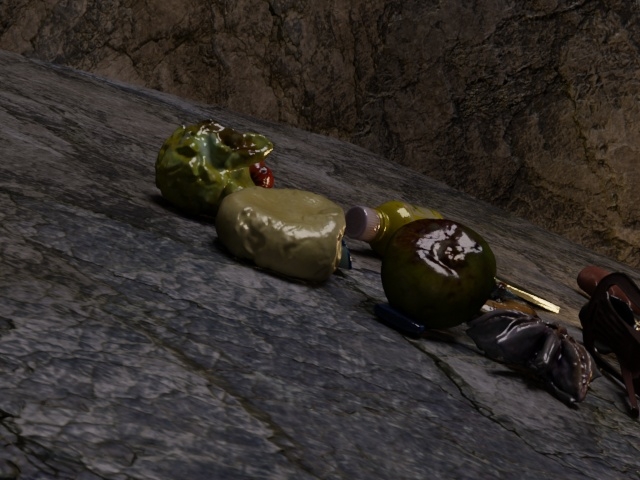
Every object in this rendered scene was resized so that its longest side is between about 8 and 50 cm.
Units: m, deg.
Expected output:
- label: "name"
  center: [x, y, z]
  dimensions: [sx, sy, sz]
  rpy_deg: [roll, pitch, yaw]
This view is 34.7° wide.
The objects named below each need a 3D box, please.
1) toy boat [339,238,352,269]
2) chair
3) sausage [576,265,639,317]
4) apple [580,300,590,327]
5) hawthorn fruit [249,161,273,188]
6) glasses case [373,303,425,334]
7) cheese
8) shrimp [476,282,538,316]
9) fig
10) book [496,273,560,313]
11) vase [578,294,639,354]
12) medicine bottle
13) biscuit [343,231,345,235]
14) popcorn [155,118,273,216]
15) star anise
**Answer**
- label: "toy boat"
  center: [0.000, 0.000, 1.847]
  dimensions: [0.046, 0.080, 0.229]
  rpy_deg: [-19, 23, -14]
- label: "chair"
  center: [0.558, 0.181, 1.662]
  dimensions: [0.183, 0.175, 0.326]
  rpy_deg: [11, 17, -2]
- label: "sausage"
  center: [0.749, 0.154, 2.430]
  dimensions: [0.088, 0.088, 0.433]
  rpy_deg: [15, 11, -29]
- label: "apple"
  center: [0.571, 0.154, 2.085]
  dimensions: [0.084, 0.084, 0.071]
  rpy_deg: [16, -1, -25]
- label: "hawthorn fruit"
  center: [-0.142, -0.135, 2.224]
  dimensions: [0.093, 0.093, 0.093]
  rpy_deg: [20, 10, -4]
- label: "glasses case"
  center: [0.118, 0.121, 1.537]
  dimensions: [0.083, 0.023, 0.033]
  rpy_deg: [27, 7, 27]
- label: "cheese"
  center: [-0.065, -0.017, 1.671]
  dimensions: [0.214, 0.117, 0.226]
  rpy_deg: [14, 15, 1]
- label: "shrimp"
  center: [0.281, 0.101, 1.877]
  dimensions: [0.222, 0.054, 0.290]
  rpy_deg: [19, 10, -1]
- label: "fig"
  center: [0.176, 0.056, 1.613]
  dimensions: [0.181, 0.181, 0.191]
  rpy_deg: [19, -18, -5]
- label: "book"
  center: [0.335, 0.062, 2.196]
  dimensions: [0.228, 0.018, 0.322]
  rpy_deg: [22, 6, -46]
- label: "vase"
  center: [0.603, 0.174, 1.993]
  dimensions: [0.115, 0.115, 0.237]
  rpy_deg: [29, 9, 40]
- label: "medicine bottle"
  center: [0.145, -0.022, 2.063]
  dimensions: [0.212, 0.122, 0.122]
  rpy_deg: [11, 13, -41]
- label: "biscuit"
  center: [-0.060, -0.059, 2.112]
  dimensions: [0.215, 0.034, 0.182]
  rpy_deg: [17, 10, -19]
- label: "popcorn"
  center: [-0.188, -0.133, 1.831]
  dimensions: [0.198, 0.212, 0.198]
  rpy_deg: [39, 27, -25]
- label: "star anise"
  center: [0.328, 0.167, 1.541]
  dimensions: [0.229, 0.093, 0.236]
  rpy_deg: [19, 12, -39]
